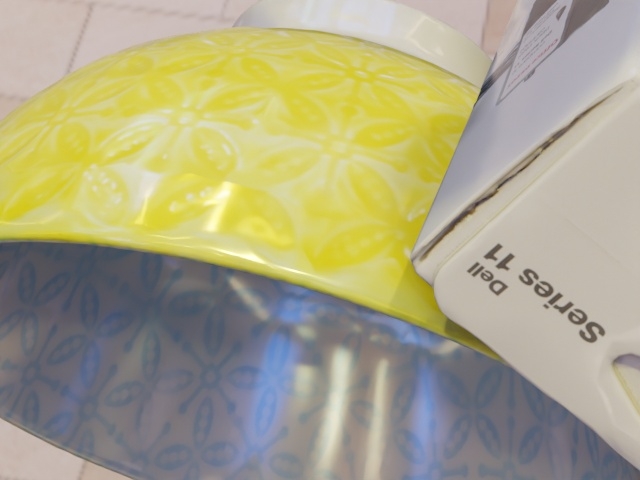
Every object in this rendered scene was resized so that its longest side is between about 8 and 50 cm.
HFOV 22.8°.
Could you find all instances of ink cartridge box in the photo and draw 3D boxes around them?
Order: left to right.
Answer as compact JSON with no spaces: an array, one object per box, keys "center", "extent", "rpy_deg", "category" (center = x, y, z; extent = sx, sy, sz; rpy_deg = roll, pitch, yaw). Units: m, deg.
[{"center":[0.129,-0.026,0.457],"extent":[0.153,0.087,0.208],"rpy_deg":[38,39,-10],"category":"ink cartridge box"}]

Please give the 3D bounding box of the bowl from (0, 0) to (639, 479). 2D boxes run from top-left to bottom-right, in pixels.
[{"center":[0.000,0.000,0.602],"extent":[0.289,0.289,0.156],"rpy_deg":[11,67,11],"category":"bowl"}]
